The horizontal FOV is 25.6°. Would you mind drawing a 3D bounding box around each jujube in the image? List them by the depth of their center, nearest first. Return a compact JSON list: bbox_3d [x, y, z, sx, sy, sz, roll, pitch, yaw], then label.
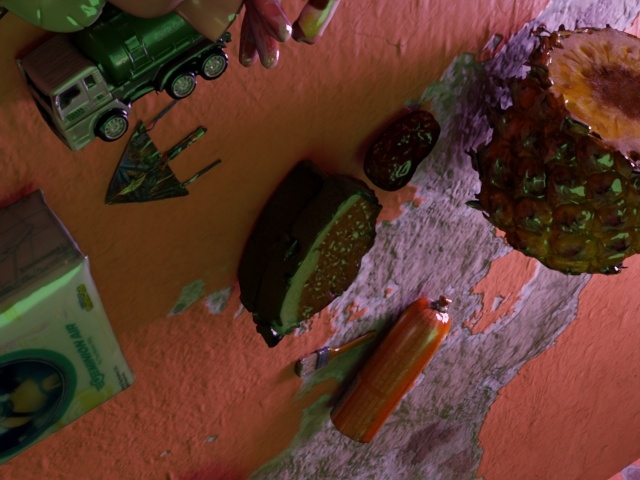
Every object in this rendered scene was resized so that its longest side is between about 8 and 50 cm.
[{"bbox_3d":[0.117,-0.130,2.006,0.129,0.077,0.077,-47,149,1],"label":"jujube"}]

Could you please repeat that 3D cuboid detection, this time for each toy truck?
[{"bbox_3d":[-0.203,-0.209,1.529,0.242,0.101,0.125,-35,145,-13],"label":"toy truck"}]

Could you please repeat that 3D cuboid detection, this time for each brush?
[{"bbox_3d":[0.029,0.185,2.375,0.170,0.014,0.043,-22,143,-30],"label":"brush"}]

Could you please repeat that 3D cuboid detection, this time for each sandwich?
[{"bbox_3d":[-0.005,-0.004,2.009,0.212,0.109,0.292,-28,150,-32],"label":"sandwich"}]

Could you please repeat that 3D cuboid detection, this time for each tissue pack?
[{"bbox_3d":[-0.438,0.155,1.680,0.388,0.162,0.287,-32,145,-15],"label":"tissue pack"}]

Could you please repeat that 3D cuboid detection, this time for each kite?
[{"bbox_3d":[-0.204,-0.092,1.762,0.160,0.010,0.183,-38,149,-5],"label":"kite"}]

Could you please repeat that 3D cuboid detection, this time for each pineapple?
[{"bbox_3d":[0.389,-0.126,2.081,0.352,0.352,0.300,-11,148,-40],"label":"pineapple"}]

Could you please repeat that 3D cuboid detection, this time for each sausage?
[{"bbox_3d":[0.132,0.211,2.446,0.093,0.093,0.312,2,128,-49],"label":"sausage"}]

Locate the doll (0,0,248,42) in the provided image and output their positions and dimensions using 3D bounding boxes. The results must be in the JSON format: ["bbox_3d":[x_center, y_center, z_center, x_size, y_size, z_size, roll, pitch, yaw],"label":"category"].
[{"bbox_3d":[-0.181,-0.314,1.353,0.268,0.216,0.284,31,102,-19],"label":"doll"}]

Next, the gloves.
[{"bbox_3d":[-0.030,-0.307,1.575,0.241,0.126,0.145,-49,173,9],"label":"gloves"}]

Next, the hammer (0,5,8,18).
[{"bbox_3d":[-0.407,-0.142,1.447,0.111,0.033,0.288,22,112,-47],"label":"hammer"}]
